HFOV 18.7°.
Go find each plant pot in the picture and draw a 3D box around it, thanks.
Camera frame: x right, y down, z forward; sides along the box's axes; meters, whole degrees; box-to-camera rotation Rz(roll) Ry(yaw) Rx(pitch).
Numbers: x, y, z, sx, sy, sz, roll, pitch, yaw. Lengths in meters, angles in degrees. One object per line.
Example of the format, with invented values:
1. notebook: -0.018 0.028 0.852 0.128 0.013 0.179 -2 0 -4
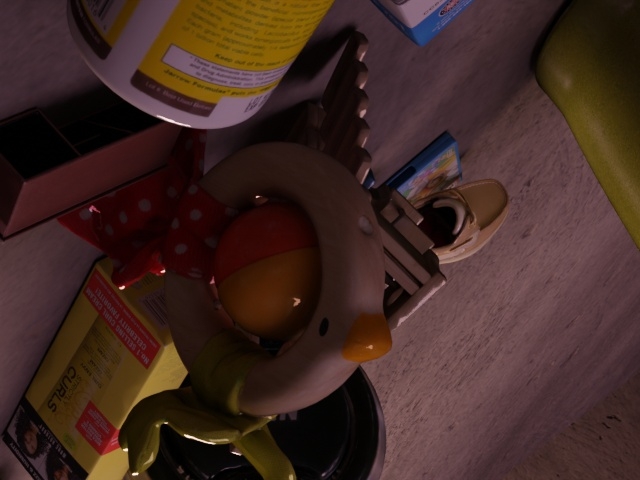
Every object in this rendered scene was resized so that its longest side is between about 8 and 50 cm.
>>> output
1. plant pot: 0.385 -0.101 1.664 0.366 0.353 0.366 -37 164 -13

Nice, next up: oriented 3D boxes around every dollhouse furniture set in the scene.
1. dollhouse furniture set: 0.002 0.006 1.542 0.129 0.129 0.183 -43 -166 9

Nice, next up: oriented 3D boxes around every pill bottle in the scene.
1. pill bottle: -0.031 -0.164 0.944 0.117 0.117 0.215 -22 156 -50

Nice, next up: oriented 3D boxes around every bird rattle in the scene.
1. bird rattle: -0.042 0.025 1.181 0.207 0.253 0.143 -27 148 35

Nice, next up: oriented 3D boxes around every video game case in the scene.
1. video game case: 0.058 -0.022 1.729 0.166 0.015 0.119 -40 165 -5

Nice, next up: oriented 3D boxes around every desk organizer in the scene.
1. desk organizer: -0.141 -0.052 1.117 0.130 0.047 0.050 -28 157 -41

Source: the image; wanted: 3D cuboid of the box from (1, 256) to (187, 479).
1. box: -0.158 0.105 1.428 0.058 0.087 0.232 -26 159 -43

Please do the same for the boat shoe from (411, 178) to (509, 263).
1. boat shoe: 0.111 -0.014 1.729 0.170 0.063 0.059 -30 167 -32

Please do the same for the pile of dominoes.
1. pile of dominoes: 0.000 0.000 1.309 0.196 0.040 0.251 -56 -158 36

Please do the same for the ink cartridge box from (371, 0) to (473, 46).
1. ink cartridge box: 0.070 -0.209 1.134 0.139 0.082 0.191 -42 166 2

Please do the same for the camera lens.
1. camera lens: -0.075 0.199 1.628 0.219 0.219 0.274 -33 162 -27
